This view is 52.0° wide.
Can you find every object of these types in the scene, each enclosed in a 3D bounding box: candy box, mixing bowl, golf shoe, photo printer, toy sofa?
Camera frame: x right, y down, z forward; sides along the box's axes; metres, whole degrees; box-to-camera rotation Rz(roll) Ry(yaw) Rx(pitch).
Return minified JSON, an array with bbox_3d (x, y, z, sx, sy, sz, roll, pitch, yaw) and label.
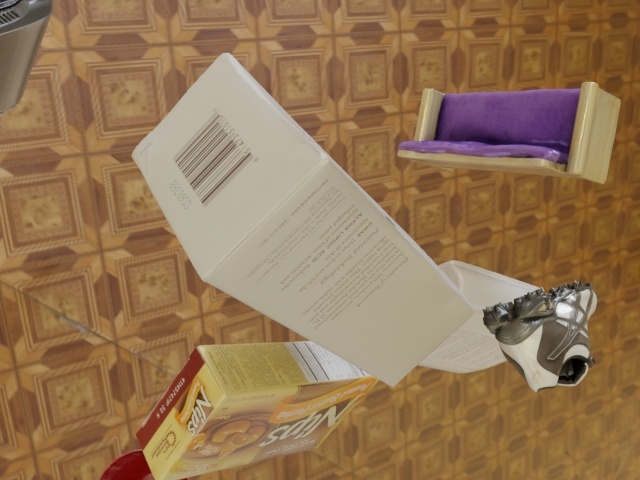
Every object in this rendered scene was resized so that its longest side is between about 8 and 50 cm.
[{"bbox_3d":[-0.078,0.234,0.939,0.316,0.087,0.183,7,128,-49],"label":"candy box"},{"bbox_3d":[-0.293,0.457,1.149,0.181,0.181,0.098,-57,165,-7],"label":"mixing bowl"},{"bbox_3d":[0.225,0.093,0.634,0.198,0.077,0.094,-5,68,-49],"label":"golf shoe"},{"bbox_3d":[0.273,0.156,1.226,0.307,0.256,0.107,17,51,-33],"label":"photo printer"},{"bbox_3d":[0.321,-0.200,1.176,0.177,0.362,0.150,9,93,-40],"label":"toy sofa"}]

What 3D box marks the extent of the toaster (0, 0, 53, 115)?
[{"bbox_3d":[-0.342,-0.179,0.581,0.129,0.146,0.227,41,40,2],"label":"toaster"}]

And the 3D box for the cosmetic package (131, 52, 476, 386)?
[{"bbox_3d":[0.000,0.000,0.740,0.156,0.217,0.385,-45,142,7],"label":"cosmetic package"}]
